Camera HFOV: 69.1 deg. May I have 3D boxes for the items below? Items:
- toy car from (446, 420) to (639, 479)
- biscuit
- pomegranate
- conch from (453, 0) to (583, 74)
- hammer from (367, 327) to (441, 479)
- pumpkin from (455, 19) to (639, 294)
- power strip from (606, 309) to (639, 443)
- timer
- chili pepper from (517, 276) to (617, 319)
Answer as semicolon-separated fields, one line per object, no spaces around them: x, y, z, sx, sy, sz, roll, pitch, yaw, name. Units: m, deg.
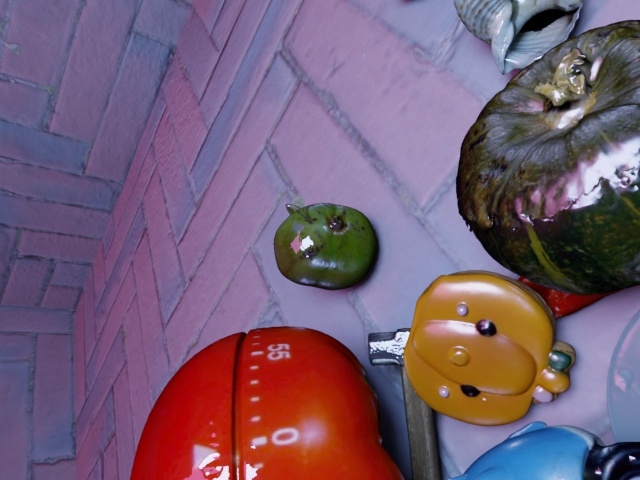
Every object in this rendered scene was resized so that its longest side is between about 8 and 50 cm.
0.173;0.267;0.323;0.189;0.189;0.256;92;164;-60;toy car
0.165;0.117;0.469;0.170;0.050;0.171;7;106;26;biscuit
0.000;0.000;0.727;0.191;0.151;0.131;-126;49;-70;pomegranate
0.225;-0.283;0.527;0.135;0.102;0.153;-14;111;45;conch
0.126;0.285;0.532;0.111;0.043;0.366;-7;79;13;hammer
0.219;-0.072;0.386;0.238;0.159;0.238;-39;22;19;pumpkin
0.310;0.151;0.331;0.167;0.054;0.254;-44;48;41;power strip
-0.053;0.291;0.530;0.378;0.278;0.379;171;90;-87;timer
0.243;0.040;0.455;0.191;0.050;0.059;-45;64;47;chili pepper
